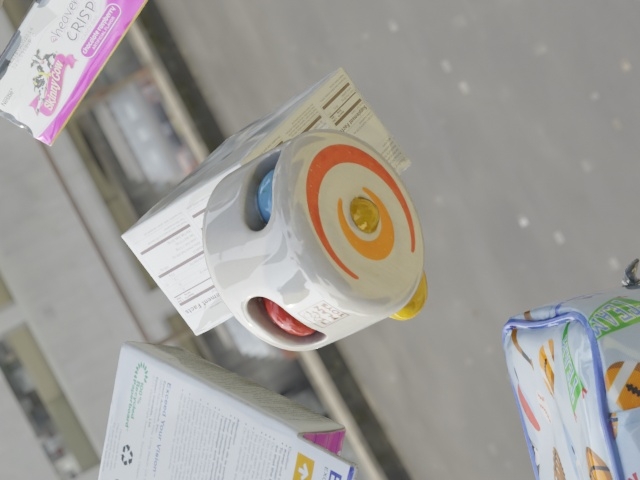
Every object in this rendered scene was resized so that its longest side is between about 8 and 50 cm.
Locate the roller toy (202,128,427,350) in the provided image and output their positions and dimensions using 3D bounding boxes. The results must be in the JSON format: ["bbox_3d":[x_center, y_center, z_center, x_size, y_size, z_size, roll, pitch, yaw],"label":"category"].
[{"bbox_3d":[0.000,0.000,1.777,0.146,0.191,0.209,-26,88,40],"label":"roller toy"}]

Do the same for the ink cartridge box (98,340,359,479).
[{"bbox_3d":[-0.074,0.272,1.408,0.330,0.071,0.324,21,102,52],"label":"ink cartridge box"}]

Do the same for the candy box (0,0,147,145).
[{"bbox_3d":[-0.179,-0.196,1.474,0.071,0.159,0.233,32,-154,-11],"label":"candy box"}]

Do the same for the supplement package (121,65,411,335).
[{"bbox_3d":[-0.057,-0.046,2.121,0.204,0.262,0.145,-30,101,38],"label":"supplement package"}]

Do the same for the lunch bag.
[{"bbox_3d":[0.200,0.163,1.107,0.243,0.115,0.303,147,110,-81],"label":"lunch bag"}]

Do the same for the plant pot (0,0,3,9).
[{"bbox_3d":[-0.438,-0.189,1.757,0.334,0.305,0.334,24,-168,-6],"label":"plant pot"}]
